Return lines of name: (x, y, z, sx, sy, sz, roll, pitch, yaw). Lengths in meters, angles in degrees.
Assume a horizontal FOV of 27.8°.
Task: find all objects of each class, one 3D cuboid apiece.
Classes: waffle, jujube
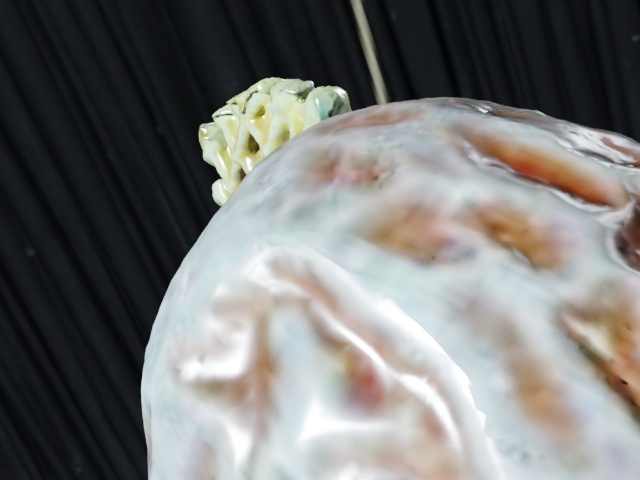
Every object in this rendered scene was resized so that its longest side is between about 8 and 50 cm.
waffle: (0.000, 0.000, 1.108, 0.056, 0.291, 0.309, -29, 12, -26)
jujube: (0.089, 0.093, 0.451, 0.308, 0.215, 0.246, 28, 88, 19)
